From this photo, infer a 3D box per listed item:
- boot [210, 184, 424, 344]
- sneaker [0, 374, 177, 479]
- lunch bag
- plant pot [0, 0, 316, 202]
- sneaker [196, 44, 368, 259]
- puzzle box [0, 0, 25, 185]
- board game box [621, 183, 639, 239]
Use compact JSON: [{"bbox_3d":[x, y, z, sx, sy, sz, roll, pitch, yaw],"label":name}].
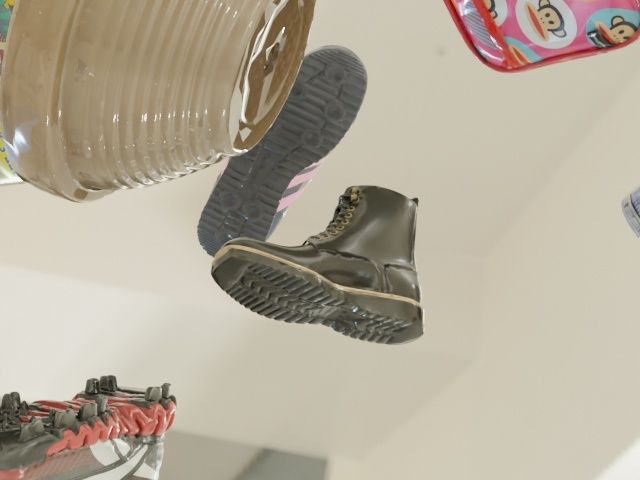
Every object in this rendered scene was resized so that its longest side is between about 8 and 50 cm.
[{"bbox_3d":[0.000,0.000,1.416,0.077,0.198,0.137,-29,-131,45],"label":"boot"},{"bbox_3d":[-0.206,0.190,1.395,0.276,0.098,0.135,1,95,-69],"label":"sneaker"},{"bbox_3d":[0.175,-0.303,1.535,0.258,0.293,0.120,-8,-151,51],"label":"lunch bag"},{"bbox_3d":[-0.075,-0.120,0.957,0.237,0.110,0.237,-60,165,-28],"label":"plant pot"},{"bbox_3d":[-0.043,-0.120,2.001,0.319,0.112,0.131,-52,-173,29],"label":"sneaker"},{"bbox_3d":[-0.328,-0.230,1.448,0.052,0.272,0.408,-49,124,-41],"label":"puzzle box"},{"bbox_3d":[0.385,0.010,1.636,0.194,0.194,0.060,-43,172,34],"label":"board game box"}]
